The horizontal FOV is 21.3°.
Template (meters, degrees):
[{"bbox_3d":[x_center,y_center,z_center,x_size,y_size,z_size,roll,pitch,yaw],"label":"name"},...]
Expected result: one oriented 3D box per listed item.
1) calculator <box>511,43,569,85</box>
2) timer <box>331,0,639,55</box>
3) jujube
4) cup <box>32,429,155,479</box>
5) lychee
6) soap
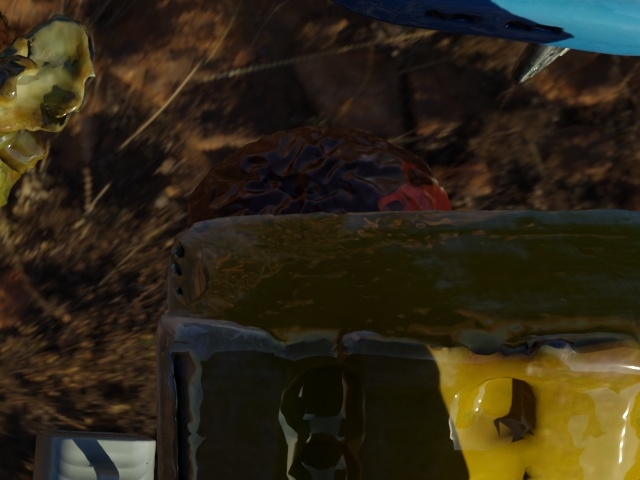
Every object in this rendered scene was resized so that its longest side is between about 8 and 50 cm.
[{"bbox_3d":[0.280,-0.246,1.668,0.040,0.268,0.177,44,42,8],"label":"calculator"},{"bbox_3d":[0.111,-0.267,0.899,0.309,0.115,0.340,6,78,-10],"label":"timer"},{"bbox_3d":[0.000,0.000,1.494,0.232,0.213,0.212,-5,85,15],"label":"jujube"},{"bbox_3d":[-0.173,0.212,1.288,0.095,0.128,0.129,4,86,-15],"label":"cup"},{"bbox_3d":[-0.341,-0.100,1.280,0.320,0.270,0.270,30,77,21],"label":"lychee"},{"bbox_3d":[0.067,0.159,0.840,0.294,0.156,0.335,-1,116,-1],"label":"soap"}]
